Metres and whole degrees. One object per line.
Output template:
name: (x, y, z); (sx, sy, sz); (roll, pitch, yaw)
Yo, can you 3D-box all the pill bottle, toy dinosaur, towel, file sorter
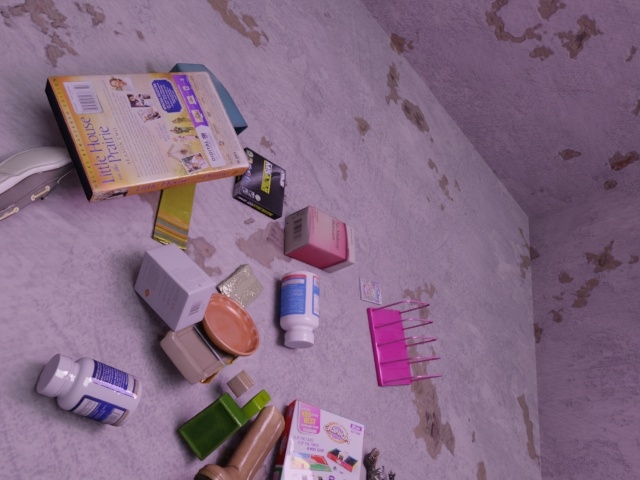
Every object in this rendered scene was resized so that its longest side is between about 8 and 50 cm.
pill bottle: (-0.486, 0.312, 1.111); (0.186, 0.112, 0.112); (37, 47, -33)
pill bottle: (-0.065, 0.217, 1.644); (0.124, 0.124, 0.222); (26, 54, -40)
toy dinosaur: (0.206, 0.819, 1.720); (0.118, 0.064, 0.269); (6, 67, -32)
towel: (-0.233, 0.144, 1.560); (0.110, 0.027, 0.148); (59, 39, -11)
towel: (-0.405, -0.092, 1.479); (0.102, 0.021, 0.238); (28, 52, -40)
file sorter: (0.326, 0.383, 1.974); (0.202, 0.182, 0.291); (14, 62, -46)

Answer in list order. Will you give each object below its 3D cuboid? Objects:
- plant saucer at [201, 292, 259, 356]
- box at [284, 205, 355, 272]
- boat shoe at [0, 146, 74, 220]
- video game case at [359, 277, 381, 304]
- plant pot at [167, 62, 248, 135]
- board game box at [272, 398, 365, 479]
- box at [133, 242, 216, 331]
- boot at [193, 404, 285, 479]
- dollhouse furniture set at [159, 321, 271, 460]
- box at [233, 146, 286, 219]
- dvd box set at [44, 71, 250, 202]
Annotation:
plant saucer: (-0.249, 0.232, 1.420); (0.200, 0.037, 0.200); (42, 20, -19)
box: (0.000, 0.000, 1.824); (0.232, 0.126, 0.149); (24, 55, -41)
boat shoe: (-0.649, -0.127, 1.153); (0.305, 0.109, 0.091); (-59, 159, -59)
video game case: (0.195, 0.199, 2.049); (0.122, 0.011, 0.087); (20, 57, -43)
plant pot: (-0.368, -0.397, 1.567); (0.165, 0.165, 0.235); (-21, 83, -52)
board game box: (-0.004, 0.639, 1.473); (0.242, 0.064, 0.317); (25, 47, -14)
box: (-0.359, 0.112, 1.290); (0.170, 0.130, 0.091); (41, 32, 21)
boot: (-0.190, 0.518, 1.299); (0.270, 0.089, 0.236); (-52, 157, -39)
dollhouse furniture set: (-0.300, 0.360, 1.348); (0.302, 0.151, 0.197); (51, 17, 6)
box: (-0.198, -0.189, 1.751); (0.184, 0.045, 0.191); (27, 54, -37)
dvd box set: (-0.416, -0.274, 1.313); (0.420, 0.062, 0.308); (-18, 78, -39)
